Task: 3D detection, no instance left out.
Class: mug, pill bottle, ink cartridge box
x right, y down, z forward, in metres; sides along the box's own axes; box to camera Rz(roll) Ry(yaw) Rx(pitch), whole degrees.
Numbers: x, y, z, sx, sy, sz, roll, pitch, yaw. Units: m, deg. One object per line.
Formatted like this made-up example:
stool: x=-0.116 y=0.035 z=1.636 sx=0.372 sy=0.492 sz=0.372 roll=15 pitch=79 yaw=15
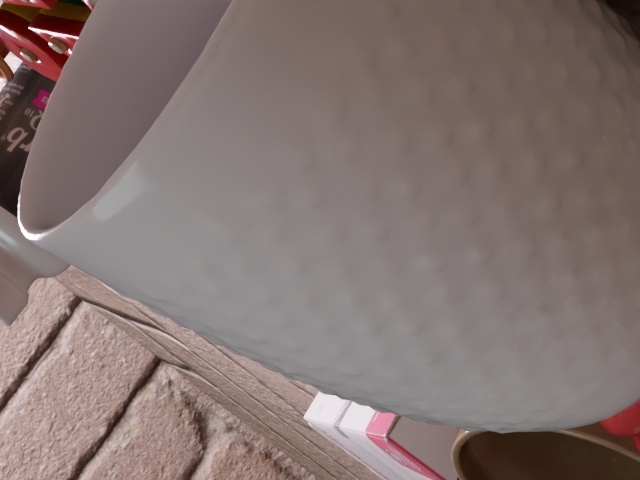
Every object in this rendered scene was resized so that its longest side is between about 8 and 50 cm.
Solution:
mug: x=0.030 y=-0.050 z=0.929 sx=0.328 sy=0.276 sz=0.374 roll=30 pitch=175 yaw=-22
pill bottle: x=-0.287 y=-0.063 z=1.646 sx=0.162 sy=0.278 sz=0.162 roll=32 pitch=168 yaw=8
ink cartridge box: x=0.129 y=0.258 z=2.173 sx=0.207 sy=0.117 sz=0.283 roll=38 pitch=167 yaw=-18

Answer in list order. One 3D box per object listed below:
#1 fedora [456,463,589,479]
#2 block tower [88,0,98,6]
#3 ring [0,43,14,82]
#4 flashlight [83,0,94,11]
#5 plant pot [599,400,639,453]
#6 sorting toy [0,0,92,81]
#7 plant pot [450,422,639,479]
fedora: x=0.243 y=0.293 z=1.802 sx=0.334 sy=0.152 sz=0.334 roll=25 pitch=179 yaw=0
block tower: x=-0.141 y=-0.229 z=1.011 sx=0.097 sy=0.091 sz=0.335 roll=-23 pitch=133 yaw=30
ring: x=-0.423 y=-0.264 z=1.546 sx=0.337 sy=0.032 sz=0.336 roll=36 pitch=171 yaw=6
flashlight: x=-0.178 y=-0.199 z=1.180 sx=0.304 sy=0.103 sz=0.103 roll=42 pitch=173 yaw=-8
plant pot: x=0.282 y=0.098 z=1.033 sx=0.174 sy=0.191 sz=0.191 roll=44 pitch=166 yaw=-7
sorting toy: x=-0.233 y=-0.216 z=1.368 sx=0.255 sy=0.089 sz=0.257 roll=43 pitch=165 yaw=-35
plant pot: x=0.252 y=0.193 z=1.552 sx=0.237 sy=0.109 sz=0.237 roll=16 pitch=148 yaw=10
